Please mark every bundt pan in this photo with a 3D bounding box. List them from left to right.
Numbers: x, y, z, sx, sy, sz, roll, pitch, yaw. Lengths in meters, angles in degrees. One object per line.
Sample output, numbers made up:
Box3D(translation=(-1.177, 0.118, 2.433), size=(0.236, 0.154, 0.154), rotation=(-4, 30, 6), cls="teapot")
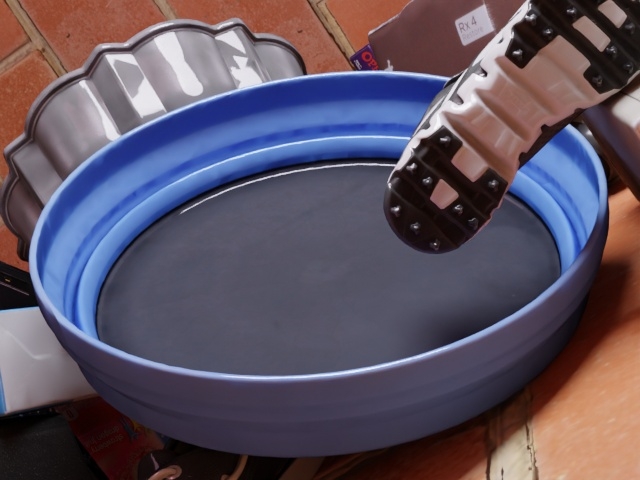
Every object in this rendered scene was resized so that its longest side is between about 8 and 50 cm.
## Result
Box3D(translation=(-0.117, -0.032, 1.089), size=(0.331, 0.331, 0.124), rotation=(-34, 50, 2), cls="bundt pan")

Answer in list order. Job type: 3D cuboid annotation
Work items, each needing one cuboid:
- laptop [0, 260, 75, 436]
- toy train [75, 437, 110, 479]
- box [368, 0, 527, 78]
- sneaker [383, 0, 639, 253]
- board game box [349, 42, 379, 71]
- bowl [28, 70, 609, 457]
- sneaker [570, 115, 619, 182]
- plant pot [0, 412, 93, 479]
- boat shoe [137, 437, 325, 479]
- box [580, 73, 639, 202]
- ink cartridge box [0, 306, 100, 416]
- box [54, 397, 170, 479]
Box3D(translation=(-0.340, 0.155, 1.075), size=(0.234, 0.264, 0.136), rotation=(16, 19, 41), cls="laptop")
Box3D(translation=(-0.318, 0.241, 1.189), size=(0.334, 0.142, 0.190), rotation=(-32, 21, -2), cls="toy train")
Box3D(translation=(0.260, -0.205, 1.119), size=(0.381, 0.143, 0.191), rotation=(-18, 0, -27), cls="box")
Box3D(translation=(0.122, -0.094, 0.728), size=(0.234, 0.078, 0.106), rotation=(-47, 9, 4), cls="sneaker")
Box3D(translation=(0.196, -0.252, 1.740), size=(0.056, 0.208, 0.347), rotation=(-23, 14, 42), cls="board game box")
Box3D(translation=(0.000, 0.000, 0.826), size=(0.391, 0.077, 0.391), rotation=(-6, 33, 4), cls="bowl")
Box3D(translation=(0.175, -0.035, 1.059), size=(0.222, 0.083, 0.118), rotation=(-18, 32, 57), cls="sneaker")
Box3D(translation=(-0.256, 0.223, 0.892), size=(0.167, 0.187, 0.188), rotation=(-23, 2, -28), cls="plant pot")
Box3D(translation=(-0.085, 0.172, 0.758), size=(0.114, 0.091, 0.302), rotation=(-31, 8, 21), cls="boat shoe")
Box3D(translation=(0.261, -0.083, 0.762), size=(0.148, 0.121, 0.311), rotation=(-33, 8, 11), cls="box")
Box3D(translation=(-0.289, 0.108, 0.942), size=(0.231, 0.078, 0.134), rotation=(-14, -5, 29), cls="ink cartridge box")
Box3D(translation=(-0.078, 0.106, 0.987), size=(0.257, 0.128, 0.122), rotation=(-31, 9, 28), cls="box")
